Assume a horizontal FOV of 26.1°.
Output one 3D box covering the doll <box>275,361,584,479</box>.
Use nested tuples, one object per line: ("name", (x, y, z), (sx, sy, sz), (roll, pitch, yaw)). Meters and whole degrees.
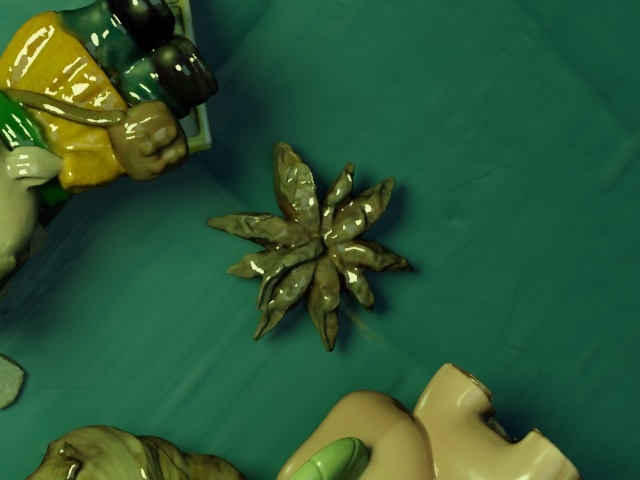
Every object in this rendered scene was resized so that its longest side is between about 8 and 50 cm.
("doll", (0.066, 0.244, 1.187), (0.268, 0.216, 0.284), (-45, 141, -9))

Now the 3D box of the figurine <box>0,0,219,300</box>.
("figurine", (-0.245, -0.067, 1.098), (0.332, 0.204, 0.185), (-39, 99, -20))

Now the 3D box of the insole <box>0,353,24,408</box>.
("insole", (-0.342, 0.089, 1.162), (0.192, 0.010, 0.063), (26, 83, -17))

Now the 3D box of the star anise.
("star anise", (0.000, 0.000, 1.245), (0.182, 0.065, 0.195), (-25, 94, -17))

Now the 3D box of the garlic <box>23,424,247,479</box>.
("garlic", (-0.166, 0.270, 1.151), (0.245, 0.160, 0.245), (11, 69, -31))

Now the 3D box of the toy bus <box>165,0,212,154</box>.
("toy bus", (-0.148, -0.181, 1.187), (0.074, 0.081, 0.226), (-10, 93, -16))
